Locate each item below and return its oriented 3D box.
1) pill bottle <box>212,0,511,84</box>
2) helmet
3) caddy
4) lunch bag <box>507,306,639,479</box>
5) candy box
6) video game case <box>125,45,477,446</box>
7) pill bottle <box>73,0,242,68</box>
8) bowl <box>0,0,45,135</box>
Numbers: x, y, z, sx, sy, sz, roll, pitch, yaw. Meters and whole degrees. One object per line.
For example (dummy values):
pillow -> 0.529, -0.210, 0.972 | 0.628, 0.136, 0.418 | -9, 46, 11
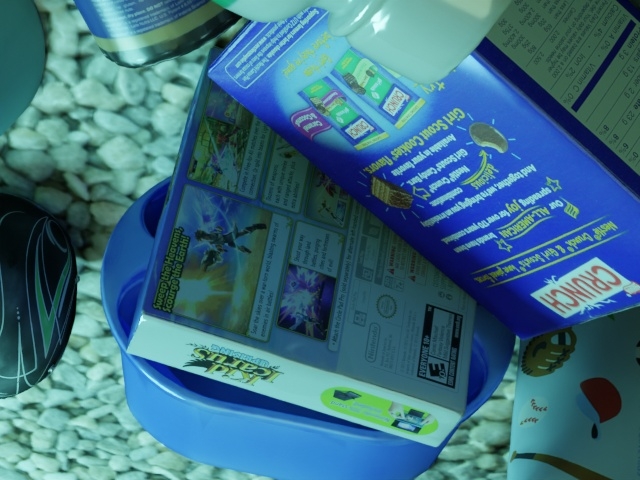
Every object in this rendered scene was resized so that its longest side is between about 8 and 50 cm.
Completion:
pill bottle -> -0.056, -0.240, 0.828 | 0.361, 0.204, 0.204 | 29, 138, -11
helmet -> -0.299, 0.056, 1.459 | 0.169, 0.161, 0.169 | 6, 141, 5
caddy -> -0.012, 0.064, 1.348 | 0.341, 0.241, 0.179 | 11, 145, -2
lunch bag -> 0.351, 0.140, 1.294 | 0.385, 0.328, 0.239 | 2, 138, 13
candy box -> 0.111, -0.088, 1.105 | 0.317, 0.122, 0.268 | 42, 156, -9
video game case -> 0.000, 0.000, 1.241 | 0.244, 0.269, 0.061 | 19, 141, -10
pill bottle -> -0.138, -0.236, 1.090 | 0.123, 0.123, 0.219 | -12, 123, 25
bowl -> -0.384, -0.123, 1.263 | 0.311, 0.163, 0.311 | 5, 140, 4
